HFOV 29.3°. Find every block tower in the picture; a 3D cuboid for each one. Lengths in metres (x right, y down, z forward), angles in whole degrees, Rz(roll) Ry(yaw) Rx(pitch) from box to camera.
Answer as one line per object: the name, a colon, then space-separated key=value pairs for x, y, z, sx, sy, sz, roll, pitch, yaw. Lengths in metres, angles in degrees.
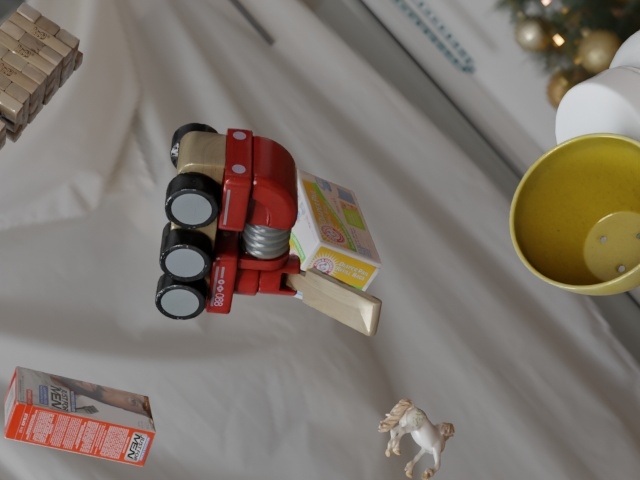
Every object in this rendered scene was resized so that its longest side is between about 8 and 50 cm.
block tower: x=-0.427 y=-0.150 z=1.527 sx=0.335 sy=0.091 sz=0.097 roll=-57 pitch=2 yaw=-26

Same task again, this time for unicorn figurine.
unicorn figurine: x=0.150 y=0.290 z=1.786 sx=0.060 sy=0.162 sz=0.111 roll=8 pitch=53 yaw=36

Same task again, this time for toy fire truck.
toy fire truck: x=-0.053 y=0.003 z=1.362 sx=0.158 sy=0.246 sz=0.217 roll=-93 pitch=11 yaw=-48

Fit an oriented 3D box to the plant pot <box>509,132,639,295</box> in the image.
plant pot: x=0.236 y=-0.009 z=1.013 sx=0.134 sy=0.134 sz=0.095 roll=-42 pitch=-35 yaw=9

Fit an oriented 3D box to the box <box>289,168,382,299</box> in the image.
box: x=0.000 y=0.000 z=1.831 sx=0.103 sy=0.114 sz=0.203 roll=-57 pitch=29 yaw=25

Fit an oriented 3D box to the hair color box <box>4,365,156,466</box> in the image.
hair color box: x=-0.286 y=0.208 z=1.455 sx=0.053 sy=0.167 sz=0.093 roll=-67 pitch=21 yaw=15

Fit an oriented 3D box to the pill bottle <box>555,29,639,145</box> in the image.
pill bottle: x=0.383 y=-0.139 z=1.150 sx=0.318 sy=0.176 sz=0.176 roll=-24 pitch=-3 yaw=-23
